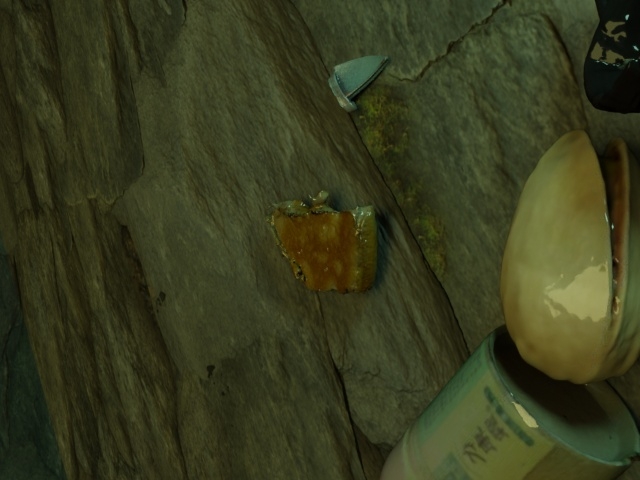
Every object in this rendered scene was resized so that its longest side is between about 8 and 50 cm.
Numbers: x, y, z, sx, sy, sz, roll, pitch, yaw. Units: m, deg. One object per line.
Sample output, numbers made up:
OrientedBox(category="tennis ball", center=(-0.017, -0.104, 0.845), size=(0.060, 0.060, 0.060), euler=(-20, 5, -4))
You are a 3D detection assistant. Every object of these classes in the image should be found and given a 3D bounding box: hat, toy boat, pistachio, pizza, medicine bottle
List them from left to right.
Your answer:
OrientedBox(category="pizza", center=(0.000, 0.000, 1.333), size=(0.297, 0.071, 0.189), euler=(8, 110, 47))
OrientedBox(category="toy boat", center=(0.072, -0.296, 1.281), size=(0.122, 0.034, 0.096), euler=(-39, 65, 29))
OrientedBox(category="medicine bottle", center=(0.218, 0.337, 1.014), size=(0.236, 0.235, 0.406), euler=(50, 123, 31))
OrientedBox(category="pistachio", center=(0.329, 0.019, 0.912), size=(0.214, 0.193, 0.318), euler=(161, 114, -87))
OrientedBox(category="hat", center=(0.424, -0.282, 0.785), size=(0.238, 0.209, 0.336), euler=(127, 154, -69))
